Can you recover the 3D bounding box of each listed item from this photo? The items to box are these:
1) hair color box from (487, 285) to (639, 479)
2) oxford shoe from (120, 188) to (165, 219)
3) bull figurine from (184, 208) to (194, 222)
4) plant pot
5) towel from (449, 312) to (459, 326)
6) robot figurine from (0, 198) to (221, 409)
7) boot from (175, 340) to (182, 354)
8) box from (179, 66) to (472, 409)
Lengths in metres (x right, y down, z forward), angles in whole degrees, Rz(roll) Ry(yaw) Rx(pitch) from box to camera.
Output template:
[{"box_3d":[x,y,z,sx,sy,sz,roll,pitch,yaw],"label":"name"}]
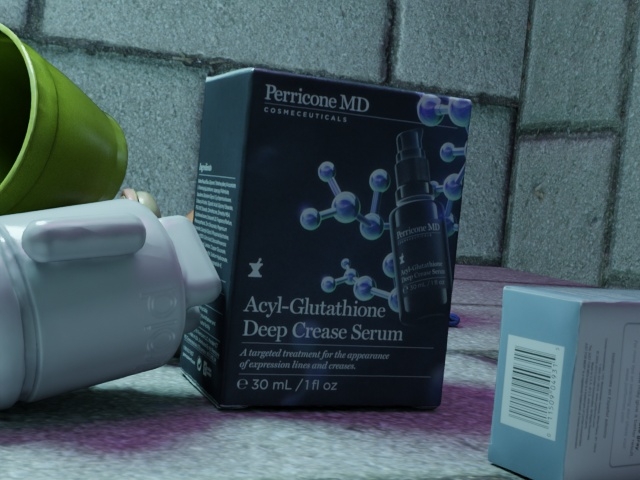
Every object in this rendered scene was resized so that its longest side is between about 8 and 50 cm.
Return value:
[{"box_3d":[0.362,0.150,1.020,0.374,0.185,0.114,4,3,-32],"label":"hair color box"},{"box_3d":[-0.272,0.002,1.726,0.147,0.140,0.397,-12,-19,-4],"label":"oxford shoe"},{"box_3d":[-0.145,-0.006,1.366,0.310,0.101,0.188,-39,-5,-11],"label":"bull figurine"},{"box_3d":[-0.560,-0.180,1.776,0.366,0.366,0.353,7,-6,26],"label":"plant pot"},{"box_3d":[0.161,0.143,2.114,0.243,0.040,0.336,6,3,-5],"label":"towel"},{"box_3d":[-0.288,0.065,1.025,0.353,0.199,0.300,-12,-31,-36],"label":"robot figurine"},{"box_3d":[-0.217,0.133,1.407,0.087,0.042,0.118,-15,41,-31],"label":"boot"},{"box_3d":[0.000,0.000,1.206,0.294,0.395,0.212,4,3,-22],"label":"box"}]
